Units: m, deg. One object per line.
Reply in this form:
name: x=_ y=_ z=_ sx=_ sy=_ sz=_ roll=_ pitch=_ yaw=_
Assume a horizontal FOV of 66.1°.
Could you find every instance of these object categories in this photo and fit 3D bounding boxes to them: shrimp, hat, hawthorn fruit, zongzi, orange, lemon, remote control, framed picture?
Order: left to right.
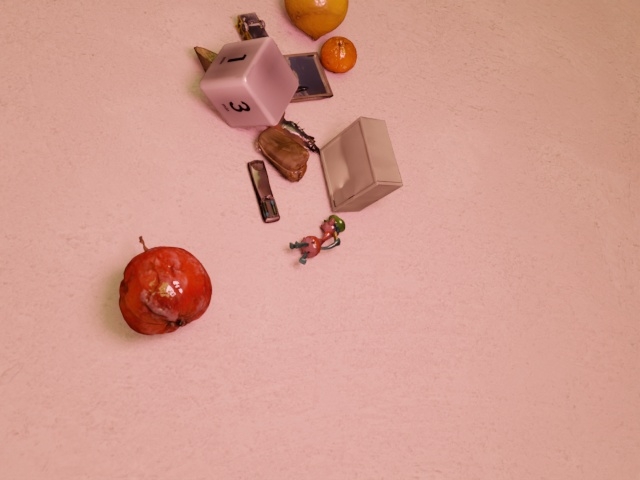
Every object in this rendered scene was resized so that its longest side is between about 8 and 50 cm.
hawthorn fruit: x=-0.413 y=0.101 z=1.278 sx=0.241 sy=0.242 sz=0.272 roll=-17 pitch=71 yaw=-23
hat: x=-0.355 y=-0.564 z=1.600 sx=0.146 sy=0.067 sz=0.146 roll=27 pitch=24 yaw=-13
remote control: x=-0.179 y=-0.157 z=1.549 sx=0.059 sy=0.028 sz=0.212 roll=-14 pitch=79 yaw=-22
zongzi: x=-0.110 y=-0.286 z=1.523 sx=0.194 sy=0.197 sz=0.099 roll=43 pitch=75 yaw=1
framed picture: x=-0.098 y=-0.566 z=1.714 sx=0.259 sy=0.023 sz=0.189 roll=-13 pitch=76 yaw=-22
shrimp: x=-0.063 y=-0.416 z=1.645 sx=0.262 sy=0.051 sz=0.198 roll=35 pitch=78 yaw=-8
lemon: x=-0.017 y=-0.854 z=1.719 sx=0.228 sy=0.228 sz=0.254 roll=-10 pitch=80 yaw=-22
orange: x=0.067 y=-0.661 z=1.748 sx=0.135 sy=0.117 sz=0.136 roll=4 pitch=80 yaw=-23

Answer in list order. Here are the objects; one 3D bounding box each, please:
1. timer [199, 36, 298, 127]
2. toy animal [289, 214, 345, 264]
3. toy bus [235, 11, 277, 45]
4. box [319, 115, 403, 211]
timer: x=-0.215 y=-0.479 z=1.508 sx=0.192 sy=0.194 sz=0.194 roll=51 pitch=54 yaw=-46
toy animal: x=0.000 y=0.000 z=1.525 sx=0.103 sy=0.100 sz=0.208 roll=29 pitch=44 yaw=33
toy bus: x=-0.204 y=-0.666 z=1.663 sx=0.081 sy=0.074 sz=0.226 roll=-24 pitch=77 yaw=-24
box: x=0.128 y=-0.236 z=1.565 sx=0.117 sy=0.225 sz=0.225 roll=-2 pitch=74 yaw=-36
